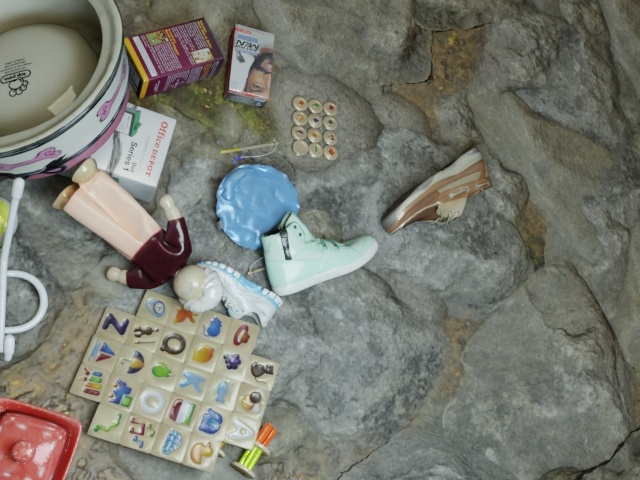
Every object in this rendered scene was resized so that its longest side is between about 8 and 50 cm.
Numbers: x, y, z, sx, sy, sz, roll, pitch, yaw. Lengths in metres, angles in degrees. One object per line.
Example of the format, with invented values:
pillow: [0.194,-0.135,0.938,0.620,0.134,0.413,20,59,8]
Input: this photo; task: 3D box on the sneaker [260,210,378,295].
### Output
sneaker: [0.000,0.000,1.505,0.256,0.094,0.151,-22,104,-25]

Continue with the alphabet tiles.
alphabet tiles: [-0.261,0.252,1.347,0.342,0.011,0.285,19,63,-5]

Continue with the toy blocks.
toy blocks: [-0.134,0.350,1.378,0.123,0.054,0.148,37,63,-7]

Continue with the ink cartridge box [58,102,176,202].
ink cartridge box: [-0.406,-0.188,1.422,0.219,0.092,0.160,17,67,-16]

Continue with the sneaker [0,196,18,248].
sneaker: [-0.709,-0.044,1.220,0.385,0.147,0.145,3,70,-23]

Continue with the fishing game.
fishing game: [-0.132,-0.067,1.518,0.189,0.041,0.264,-18,95,-28]

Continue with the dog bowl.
dog bowl: [-0.522,-0.287,1.300,0.408,0.150,0.408,-2,66,5]

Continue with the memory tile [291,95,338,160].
memory tile: [-0.012,-0.252,1.652,0.113,0.012,0.148,7,71,-20]

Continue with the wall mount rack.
wall mount rack: [-0.614,0.047,1.198,0.350,0.130,0.304,3,83,-33]

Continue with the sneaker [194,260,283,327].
sneaker: [-0.170,0.108,1.437,0.191,0.071,0.083,30,70,-11]

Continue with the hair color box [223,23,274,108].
hair color box: [-0.156,-0.382,1.613,0.093,0.053,0.167,10,71,-20]

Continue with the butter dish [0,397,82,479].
butter dish: [-0.484,0.346,1.199,0.160,0.118,0.160,22,66,-15]

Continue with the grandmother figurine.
grandmother figurine: [-0.322,0.011,1.347,0.342,0.208,0.104,40,30,-7]

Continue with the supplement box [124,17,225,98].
supplement box: [-0.310,-0.380,1.533,0.188,0.081,0.104,-24,83,-27]

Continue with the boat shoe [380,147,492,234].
boat shoe: [0.276,-0.094,1.660,0.324,0.123,0.116,-34,90,-26]
